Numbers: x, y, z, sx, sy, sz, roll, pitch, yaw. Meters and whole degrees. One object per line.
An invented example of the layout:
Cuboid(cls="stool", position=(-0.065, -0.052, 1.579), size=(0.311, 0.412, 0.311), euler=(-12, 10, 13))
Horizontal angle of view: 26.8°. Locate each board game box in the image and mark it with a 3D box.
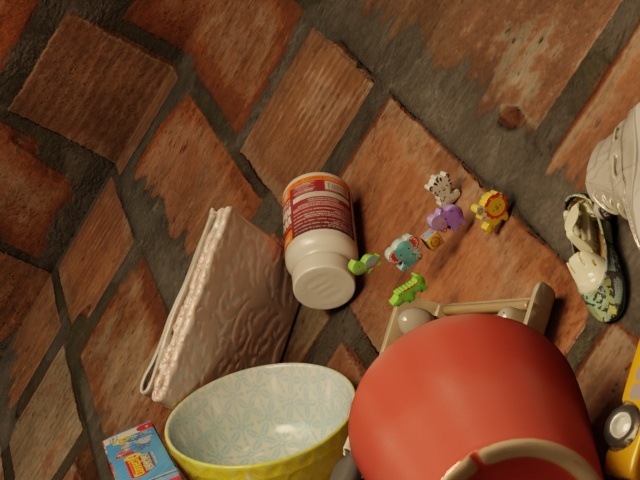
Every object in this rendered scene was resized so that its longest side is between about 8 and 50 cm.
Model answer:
Cuboid(cls="board game box", position=(-0.222, 0.453, 1.981), size=(0.302, 0.086, 0.308), euler=(-160, 52, -76))

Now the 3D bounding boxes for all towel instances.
Cuboid(cls="towel", position=(-0.144, 0.145, 2.168), size=(0.053, 0.317, 0.332), euler=(12, 74, 30))

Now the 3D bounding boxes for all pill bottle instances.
Cuboid(cls="pill bottle", position=(0.000, 0.000, 2.210), size=(0.121, 0.121, 0.221), euler=(-46, 31, 33))

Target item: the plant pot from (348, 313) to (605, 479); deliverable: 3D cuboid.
Cuboid(cls="plant pot", position=(0.180, 0.246, 1.443), size=(0.275, 0.275, 0.243), euler=(-57, 16, 13))

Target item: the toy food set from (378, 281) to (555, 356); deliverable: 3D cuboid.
Cuboid(cls="toy food set", position=(0.172, 0.166, 1.780), size=(0.306, 0.092, 0.220), euler=(-10, 58, 59))

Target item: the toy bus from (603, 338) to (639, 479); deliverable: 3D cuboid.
Cuboid(cls="toy bus", position=(0.407, 0.106, 1.389), size=(0.130, 0.108, 0.333), euler=(-3, 63, 59))

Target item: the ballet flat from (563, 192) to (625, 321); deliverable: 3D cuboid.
Cuboid(cls="ballet flat", position=(0.330, 0.017, 1.658), size=(0.070, 0.070, 0.188), euler=(-43, 33, 36))

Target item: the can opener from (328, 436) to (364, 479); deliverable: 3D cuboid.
Cuboid(cls="can opener", position=(0.054, 0.287, 1.624), size=(0.093, 0.074, 0.280), euler=(-40, 14, 41))

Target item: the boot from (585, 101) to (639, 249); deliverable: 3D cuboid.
Cuboid(cls="boot", position=(0.382, -0.050, 1.612), size=(0.123, 0.095, 0.258), euler=(-46, 22, 44))

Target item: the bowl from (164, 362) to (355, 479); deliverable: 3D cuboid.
Cuboid(cls="bowl", position=(-0.075, 0.318, 1.986), size=(0.289, 0.289, 0.156), euler=(-138, 34, -63))

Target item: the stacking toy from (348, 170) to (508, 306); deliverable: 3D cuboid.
Cuboid(cls="stacking toy", position=(0.149, -0.007, 1.938), size=(0.221, 0.052, 0.167), euler=(-40, 25, -8))
